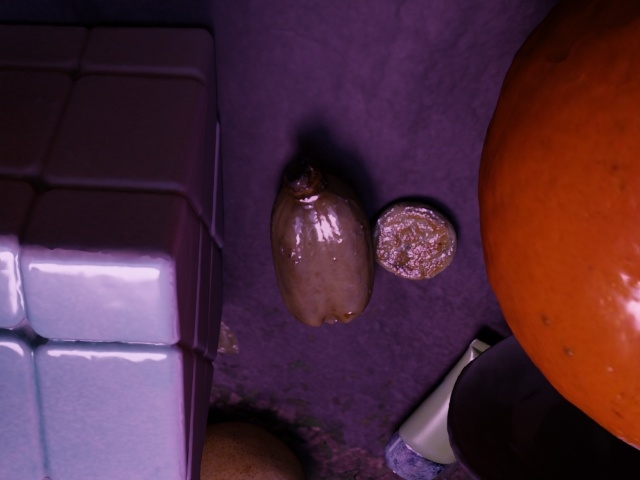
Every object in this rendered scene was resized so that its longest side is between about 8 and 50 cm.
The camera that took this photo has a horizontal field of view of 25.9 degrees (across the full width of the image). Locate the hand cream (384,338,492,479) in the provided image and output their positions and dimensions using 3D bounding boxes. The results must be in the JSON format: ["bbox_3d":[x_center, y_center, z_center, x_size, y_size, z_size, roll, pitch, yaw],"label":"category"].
[{"bbox_3d":[0.134,0.170,1.368,0.095,0.046,0.175,28,117,-23],"label":"hand cream"}]

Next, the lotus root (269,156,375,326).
[{"bbox_3d":[0.000,-0.001,1.224,0.090,0.077,0.183,-10,129,2],"label":"lotus root"}]

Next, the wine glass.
[{"bbox_3d":[0.264,0.296,1.321,0.267,0.267,0.406,-4,128,6],"label":"wine glass"}]

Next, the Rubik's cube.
[{"bbox_3d":[-0.247,0.033,1.115,0.316,0.318,0.321,1,128,2],"label":"Rubik's cube"}]

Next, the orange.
[{"bbox_3d":[0.326,-0.028,1.012,0.424,0.326,0.424,22,127,31],"label":"orange"}]

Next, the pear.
[{"bbox_3d":[-0.092,0.259,1.392,0.167,0.136,0.167,2,123,3],"label":"pear"}]

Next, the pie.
[{"bbox_3d":[0.085,0.000,1.255,0.084,0.021,0.084,3,124,5],"label":"pie"}]
